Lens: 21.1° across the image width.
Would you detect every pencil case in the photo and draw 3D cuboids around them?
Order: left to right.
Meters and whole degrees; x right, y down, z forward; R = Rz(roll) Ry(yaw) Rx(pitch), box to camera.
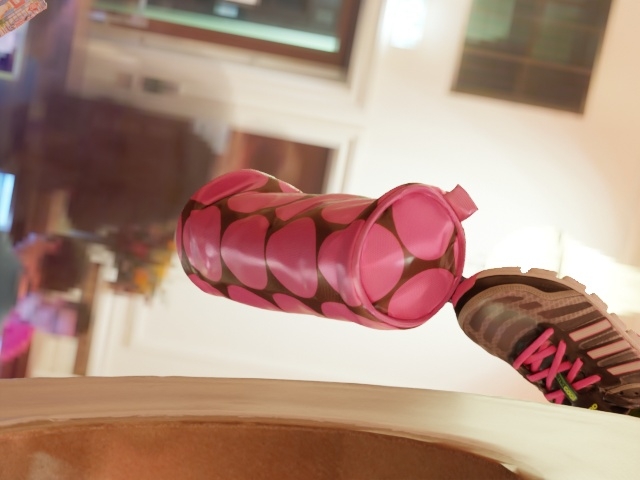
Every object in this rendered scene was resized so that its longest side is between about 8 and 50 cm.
[{"bbox_3d":[0.000,0.000,1.046,0.209,0.095,0.098,9,-123,53],"label":"pencil case"}]

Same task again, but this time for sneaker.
[{"bbox_3d":[0.147,0.078,0.964,0.063,0.170,0.075,-48,-164,34],"label":"sneaker"}]

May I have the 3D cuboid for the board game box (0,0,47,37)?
[{"bbox_3d":[-0.340,-0.302,1.527,0.194,0.060,0.194,55,-4,17],"label":"board game box"}]

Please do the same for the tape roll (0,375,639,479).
[{"bbox_3d":[-0.036,0.103,0.532,0.392,0.392,0.072,-126,-143,-85],"label":"tape roll"}]
